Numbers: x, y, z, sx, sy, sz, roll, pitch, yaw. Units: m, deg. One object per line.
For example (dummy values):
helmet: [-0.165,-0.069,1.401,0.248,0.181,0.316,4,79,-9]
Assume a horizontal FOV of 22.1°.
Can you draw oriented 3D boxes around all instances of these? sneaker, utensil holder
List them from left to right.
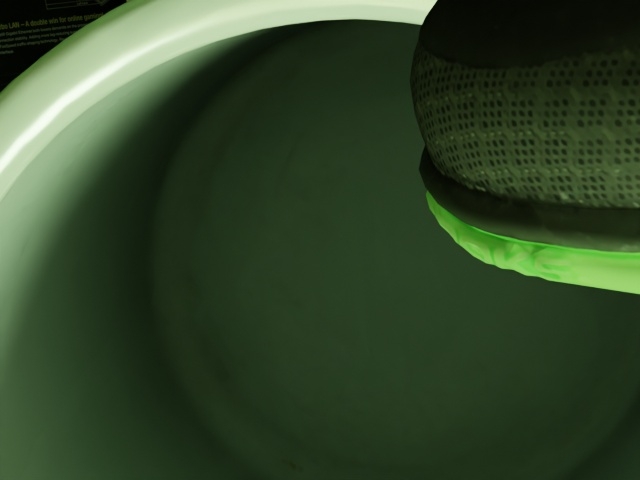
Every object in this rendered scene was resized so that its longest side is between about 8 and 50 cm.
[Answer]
utensil holder: [0.032,0.042,0.701,0.327,0.328,0.385,10,-169,5]
sneaker: [0.174,-0.153,0.278,0.202,0.185,0.483,43,130,-10]

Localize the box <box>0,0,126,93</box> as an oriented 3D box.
box: [-0.190,-0.117,0.768,0.180,0.147,0.077,-13,-179,-32]
